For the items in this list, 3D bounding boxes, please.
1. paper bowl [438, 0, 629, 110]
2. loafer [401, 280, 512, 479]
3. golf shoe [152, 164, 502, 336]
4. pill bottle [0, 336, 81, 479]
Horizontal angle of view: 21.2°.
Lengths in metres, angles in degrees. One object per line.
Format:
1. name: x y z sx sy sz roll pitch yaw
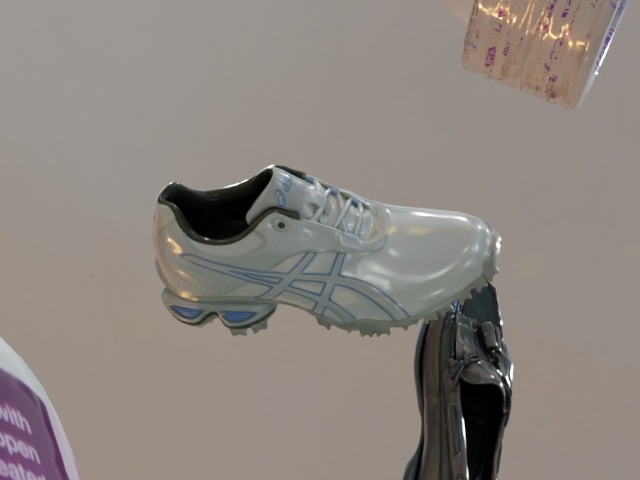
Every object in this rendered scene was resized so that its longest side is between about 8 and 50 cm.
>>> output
1. paper bowl: 0.169 -0.246 1.204 0.148 0.284 0.284 22 -94 9
2. loafer: 0.131 0.151 1.454 0.096 0.084 0.267 28 -120 -33
3. golf shoe: 0.000 0.000 0.848 0.176 0.086 0.069 -6 -135 8
4. pill bottle: -0.116 0.111 0.350 0.169 0.169 0.301 -20 -126 -8
